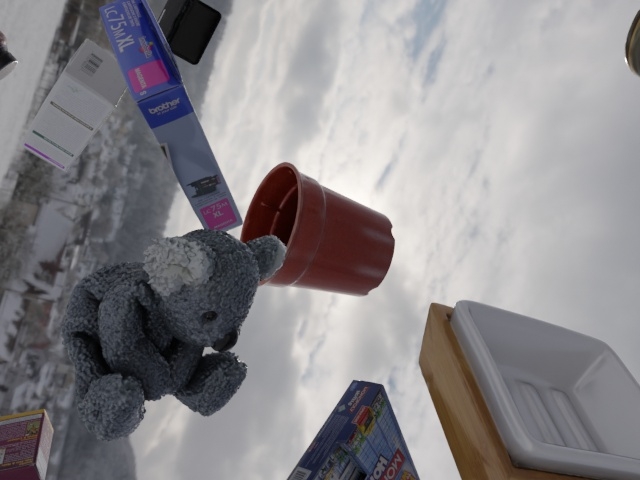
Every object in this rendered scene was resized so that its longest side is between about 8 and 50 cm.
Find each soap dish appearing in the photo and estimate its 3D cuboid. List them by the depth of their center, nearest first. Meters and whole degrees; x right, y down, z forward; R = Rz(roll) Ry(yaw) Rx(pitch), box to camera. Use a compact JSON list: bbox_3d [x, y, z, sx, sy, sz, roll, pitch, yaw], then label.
[{"bbox_3d":[0.261,0.202,0.702,0.118,0.291,0.228,-57,-151,29],"label":"soap dish"}]

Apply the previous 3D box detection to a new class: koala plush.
[{"bbox_3d":[-0.151,0.066,0.655,0.221,0.196,0.203,-42,-114,28],"label":"koala plush"}]

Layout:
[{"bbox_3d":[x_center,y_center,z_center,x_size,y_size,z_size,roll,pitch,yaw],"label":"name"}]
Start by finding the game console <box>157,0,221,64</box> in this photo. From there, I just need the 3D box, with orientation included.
[{"bbox_3d":[-0.284,-0.442,1.263,0.107,0.071,0.122,29,-87,40],"label":"game console"}]

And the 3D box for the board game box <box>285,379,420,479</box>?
[{"bbox_3d":[0.060,0.328,0.823,0.060,0.194,0.194,-5,-143,47],"label":"board game box"}]

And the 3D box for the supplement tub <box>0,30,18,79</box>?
[{"bbox_3d":[-0.687,-0.401,1.172,0.106,0.198,0.106,-37,-163,14],"label":"supplement tub"}]

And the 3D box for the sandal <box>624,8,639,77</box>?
[{"bbox_3d":[0.285,-0.180,0.454,0.049,0.072,0.180,61,-10,26],"label":"sandal"}]

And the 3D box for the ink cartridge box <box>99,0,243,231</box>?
[{"bbox_3d":[-0.185,-0.160,0.748,0.311,0.065,0.185,80,-16,-56],"label":"ink cartridge box"}]

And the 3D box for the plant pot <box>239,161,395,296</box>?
[{"bbox_3d":[0.000,0.000,1.324,0.272,0.265,0.272,-38,-137,47],"label":"plant pot"}]

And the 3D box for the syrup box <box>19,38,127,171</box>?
[{"bbox_3d":[-0.427,-0.227,1.057,0.237,0.096,0.093,-30,-145,42],"label":"syrup box"}]

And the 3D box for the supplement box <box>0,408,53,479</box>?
[{"bbox_3d":[-0.351,0.247,0.714,0.083,0.055,0.043,-111,-163,-55],"label":"supplement box"}]
